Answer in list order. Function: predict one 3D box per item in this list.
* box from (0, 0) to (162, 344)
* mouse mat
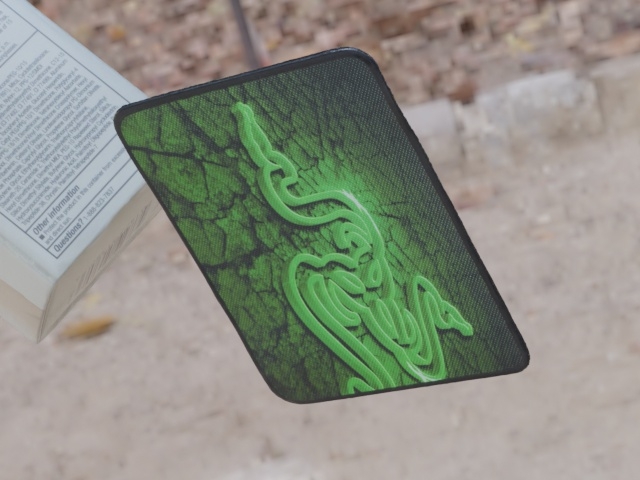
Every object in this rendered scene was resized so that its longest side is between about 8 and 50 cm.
[{"bbox_3d":[-0.252,-0.095,1.237,0.148,0.311,0.121,-48,-5,-26],"label":"box"},{"bbox_3d":[0.000,0.000,0.910,0.152,0.190,0.007,-12,31,34],"label":"mouse mat"}]
